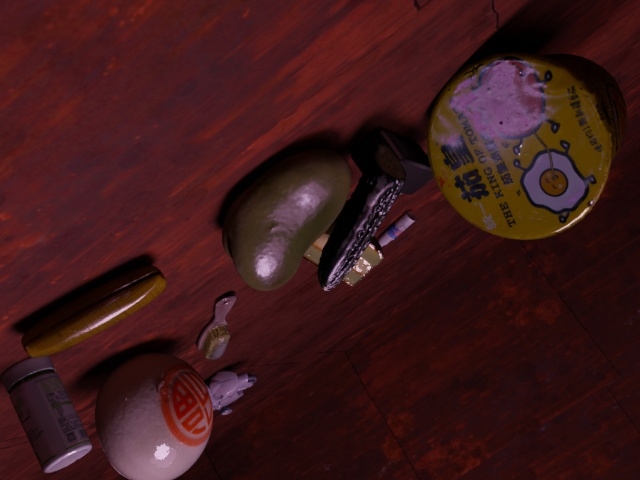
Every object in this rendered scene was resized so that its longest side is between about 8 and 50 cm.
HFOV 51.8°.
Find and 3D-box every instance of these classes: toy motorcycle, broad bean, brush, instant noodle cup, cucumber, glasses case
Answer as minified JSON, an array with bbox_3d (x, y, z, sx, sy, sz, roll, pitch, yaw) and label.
[{"bbox_3d":[-0.336,0.489,2.127,0.260,0.110,0.171,-32,149,22],"label":"toy motorcycle"},{"bbox_3d":[-0.059,-0.045,1.073,0.263,0.121,0.189,-52,140,10],"label":"broad bean"},{"bbox_3d":[-0.235,0.211,1.563,0.072,0.067,0.313,-23,159,-30],"label":"brush"},{"bbox_3d":[0.394,-0.193,1.193,0.254,0.326,0.325,-30,166,-45],"label":"instant noodle cup"},{"bbox_3d":[0.064,-0.033,1.118,0.077,0.077,0.265,-8,132,-57],"label":"cucumber"},{"bbox_3d":[-0.352,0.110,1.033,0.234,0.064,0.079,-30,165,-13],"label":"glasses case"}]

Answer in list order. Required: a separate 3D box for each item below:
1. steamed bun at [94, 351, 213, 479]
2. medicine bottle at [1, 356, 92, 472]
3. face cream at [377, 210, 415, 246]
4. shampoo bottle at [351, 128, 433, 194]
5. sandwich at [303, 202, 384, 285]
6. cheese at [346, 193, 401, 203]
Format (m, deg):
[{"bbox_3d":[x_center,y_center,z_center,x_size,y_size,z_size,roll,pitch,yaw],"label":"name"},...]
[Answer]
[{"bbox_3d":[-0.337,0.372,1.421,0.177,0.283,0.283,-22,169,20],"label":"steamed bun"},{"bbox_3d":[-0.470,0.296,1.132,0.086,0.183,0.086,-30,163,-10],"label":"medicine bottle"},{"bbox_3d":[0.197,-0.026,1.752,0.130,0.034,0.034,-43,161,33],"label":"face cream"},{"bbox_3d":[0.149,-0.142,1.237,0.079,0.080,0.246,-39,164,21],"label":"shampoo bottle"},{"bbox_3d":[0.000,0.000,1.191,0.117,0.187,0.144,-46,166,35],"label":"sandwich"},{"bbox_3d":[0.090,-0.073,1.409,0.400,0.034,0.085,-29,163,-14],"label":"cheese"}]
